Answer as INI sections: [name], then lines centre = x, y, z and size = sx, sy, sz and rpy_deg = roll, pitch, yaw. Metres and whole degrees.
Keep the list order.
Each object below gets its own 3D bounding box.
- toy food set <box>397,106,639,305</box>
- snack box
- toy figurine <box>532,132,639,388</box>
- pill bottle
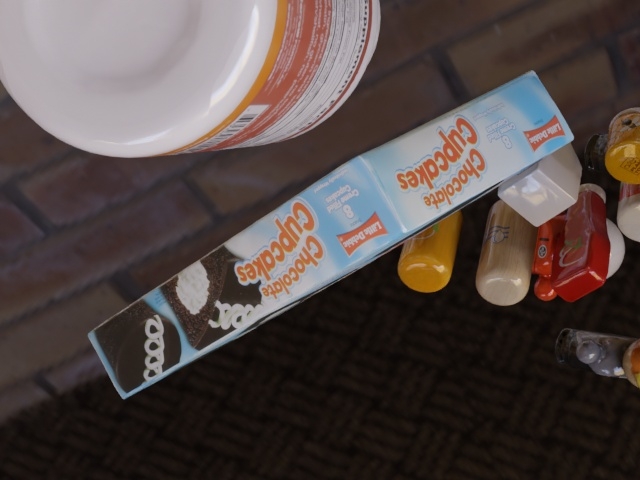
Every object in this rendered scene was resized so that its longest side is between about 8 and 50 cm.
[toy food set]
centre = 0.169, -0.034, 1.245
size = 0.232, 0.111, 0.104
rpy_deg = -35, 27, 40
[snack box]
centre = 0.000, 0.000, 1.176
size = 0.322, 0.187, 0.060
rpy_deg = -32, 88, 46
[toy figurine]
centre = 0.292, 0.016, 1.589
size = 0.213, 0.209, 0.148
rpy_deg = -39, 22, -23
[pill bottle]
centre = -0.046, -0.099, 0.746
size = 0.121, 0.216, 0.121
rpy_deg = 2, 96, 17
